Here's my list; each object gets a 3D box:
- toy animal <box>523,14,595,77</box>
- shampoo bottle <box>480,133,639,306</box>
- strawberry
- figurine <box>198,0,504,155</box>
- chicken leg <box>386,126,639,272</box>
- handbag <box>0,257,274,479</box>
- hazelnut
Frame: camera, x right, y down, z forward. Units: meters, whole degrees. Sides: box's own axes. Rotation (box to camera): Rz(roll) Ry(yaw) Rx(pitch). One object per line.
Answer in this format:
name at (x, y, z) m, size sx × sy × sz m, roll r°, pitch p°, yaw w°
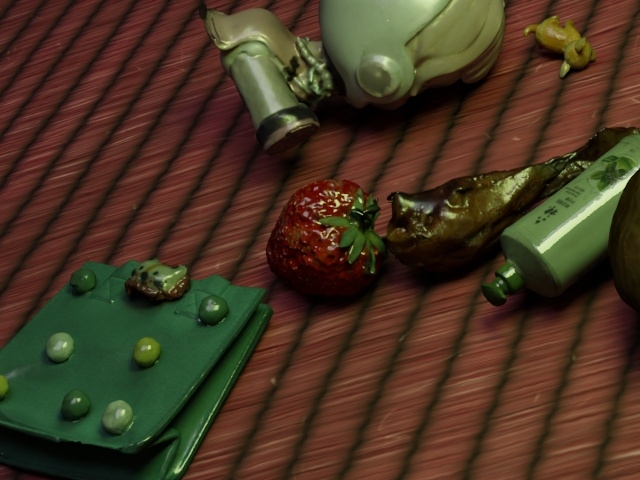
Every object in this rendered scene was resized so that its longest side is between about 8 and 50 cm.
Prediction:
toy animal at (0.296, -0.239, 1.864) m, size 0.081 × 0.060 × 0.083 m, roll 13°, pitch 33°, yaw -19°
shampoo bottle at (0.262, -0.011, 1.571) m, size 0.234 × 0.087 × 0.118 m, roll -37°, pitch 12°, yaw -9°
strawberry at (-0.001, -0.003, 1.678) m, size 0.148 × 0.131 × 0.131 m, roll -1°, pitch 43°, yaw 23°
figurine at (0.054, -0.253, 1.871) m, size 0.361 × 0.211 × 0.253 m, roll -19°, pitch 38°, yaw 7°
chicken leg at (0.213, -0.051, 1.645) m, size 0.304 × 0.113 × 0.093 m, roll -24°, pitch 57°, yaw -5°
handbag at (-0.224, 0.130, 1.650) m, size 0.269 × 0.100 × 0.274 m, roll 7°, pitch 48°, yaw 34°
hazelnut at (0.381, 0.005, 1.443) m, size 0.208 × 0.208 × 0.208 m, roll -14°, pitch 39°, yaw 11°
